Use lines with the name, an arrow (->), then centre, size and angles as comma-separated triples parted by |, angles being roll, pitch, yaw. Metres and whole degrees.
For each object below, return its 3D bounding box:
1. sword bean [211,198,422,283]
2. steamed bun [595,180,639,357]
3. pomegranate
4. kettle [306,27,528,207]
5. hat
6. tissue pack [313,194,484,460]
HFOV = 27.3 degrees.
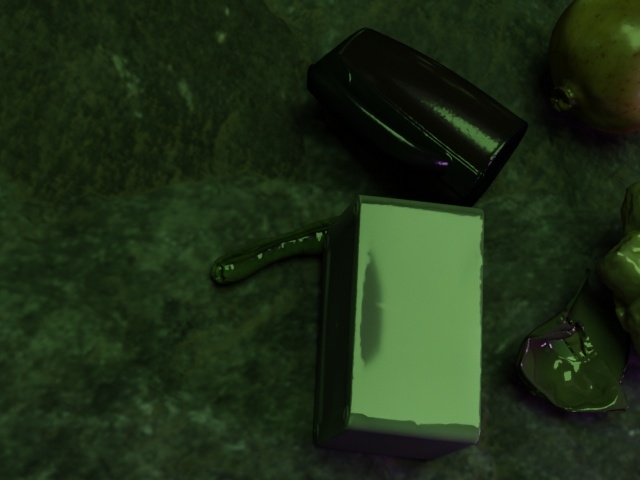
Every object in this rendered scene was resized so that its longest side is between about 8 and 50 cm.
sword bean -> -0.001, 0.000, 1.485 | 0.269, 0.038, 0.043 | -17, 46, -25
steamed bun -> 0.449, 0.060, 1.548 | 0.295, 0.137, 0.292 | 4, 64, -11
pomegranate -> 0.360, -0.220, 1.632 | 0.196, 0.196, 0.196 | 7, 63, -15
kettle -> 0.095, -0.136, 1.515 | 0.232, 0.144, 0.202 | 37, 31, 11
hat -> 0.291, 0.120, 1.513 | 0.147, 0.085, 0.175 | 54, 35, -16
tissue pack -> 0.079, 0.093, 1.376 | 0.135, 0.159, 0.246 | 8, 72, -13
